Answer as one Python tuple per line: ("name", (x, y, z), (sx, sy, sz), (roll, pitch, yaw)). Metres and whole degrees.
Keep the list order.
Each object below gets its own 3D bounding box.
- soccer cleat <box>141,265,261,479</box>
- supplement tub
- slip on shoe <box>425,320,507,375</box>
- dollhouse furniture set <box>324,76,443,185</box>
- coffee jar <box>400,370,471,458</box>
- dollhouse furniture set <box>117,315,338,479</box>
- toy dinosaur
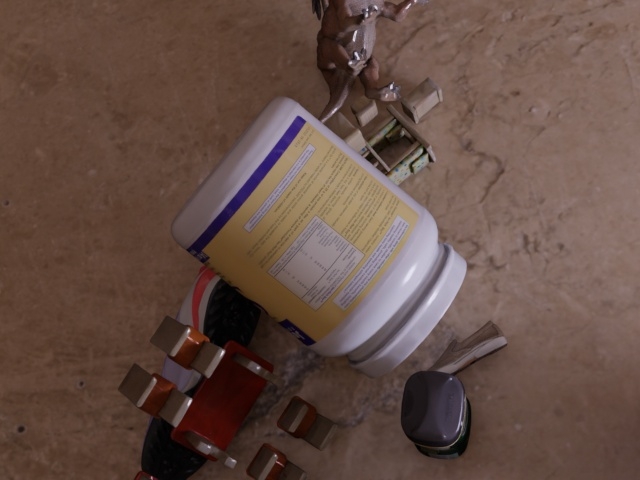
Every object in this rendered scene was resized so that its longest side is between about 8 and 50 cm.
("soccer cleat", (-0.176, 0.185, 1.544), (0.116, 0.109, 0.318), (22, 93, 59))
("supplement tub", (0.000, 0.000, 1.437), (0.331, 0.241, 0.241), (39, 83, -7))
("slip on shoe", (0.188, 0.155, 1.499), (0.135, 0.051, 0.041), (-28, 76, -2))
("dollhouse furniture set", (0.113, -0.156, 1.551), (0.182, 0.161, 0.101), (-41, 71, -2))
("coffee jar", (0.150, 0.224, 1.414), (0.079, 0.184, 0.096), (5, 74, 12))
("dollhouse furniture set", (-0.156, 0.258, 1.449), (0.262, 0.135, 0.259), (37, 80, -26))
("toy dinosaur", (0.035, -0.311, 1.633), (0.200, 0.127, 0.295), (24, 104, 47))
